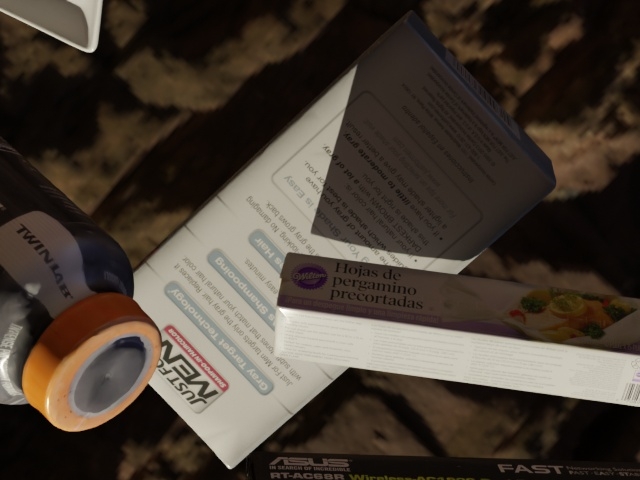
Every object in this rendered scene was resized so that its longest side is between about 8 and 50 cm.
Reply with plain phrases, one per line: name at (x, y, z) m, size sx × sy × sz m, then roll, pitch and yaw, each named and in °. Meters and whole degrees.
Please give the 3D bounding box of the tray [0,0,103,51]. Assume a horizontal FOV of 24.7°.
tray at (-0.280, -0.275, 1.244) m, size 0.030 × 0.270 × 0.145 m, roll -33°, pitch 144°, yaw -52°

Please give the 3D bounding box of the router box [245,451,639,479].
router box at (0.037, 0.108, 0.404) m, size 0.038 × 0.122 × 0.092 m, roll -111°, pitch -156°, yaw -69°

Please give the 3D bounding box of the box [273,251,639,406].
box at (0.126, 0.071, 1.140) m, size 0.063 × 0.324 × 0.067 m, roll -79°, pitch 175°, yaw -45°

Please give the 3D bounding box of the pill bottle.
pill bottle at (-0.208, 0.017, 0.941) m, size 0.245 × 0.130 × 0.130 m, roll 38°, pitch -93°, yaw 31°

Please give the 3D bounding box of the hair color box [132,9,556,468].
hair color box at (0.000, 0.000, 1.252) m, size 0.374 × 0.185 × 0.113 m, roll -42°, pitch -174°, yaw 13°
